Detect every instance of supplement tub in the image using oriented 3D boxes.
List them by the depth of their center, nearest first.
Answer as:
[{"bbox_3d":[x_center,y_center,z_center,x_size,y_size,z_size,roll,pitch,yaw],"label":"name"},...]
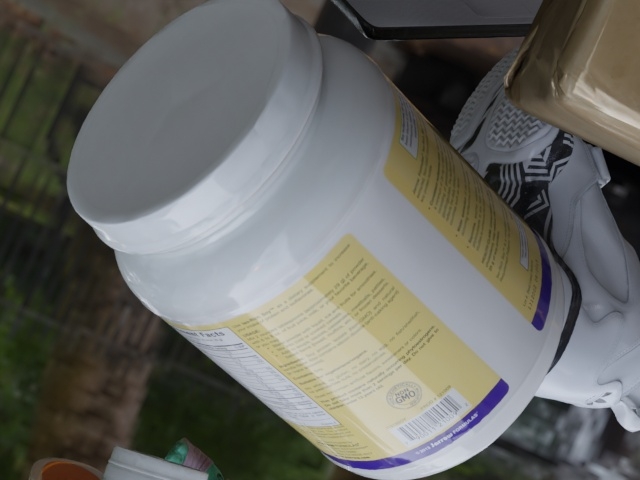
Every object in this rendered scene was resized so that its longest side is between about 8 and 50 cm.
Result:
[{"bbox_3d":[-0.122,0.198,1.301,0.071,0.107,0.071,16,174,2],"label":"supplement tub"},{"bbox_3d":[0.000,0.000,1.417,0.331,0.241,0.241,43,166,-34],"label":"supplement tub"}]

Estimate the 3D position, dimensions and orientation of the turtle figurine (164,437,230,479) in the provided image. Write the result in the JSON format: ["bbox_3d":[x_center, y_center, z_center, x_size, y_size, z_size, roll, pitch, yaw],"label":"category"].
[{"bbox_3d":[-0.040,0.262,1.509,0.234,0.175,0.118,32,175,8],"label":"turtle figurine"}]

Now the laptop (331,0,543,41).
[{"bbox_3d":[0.119,-0.373,1.587,0.382,0.236,0.408,-6,-138,-36],"label":"laptop"}]

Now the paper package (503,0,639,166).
[{"bbox_3d":[0.307,-0.148,1.035,0.324,0.309,0.168,23,-174,-6],"label":"paper package"}]

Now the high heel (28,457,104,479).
[{"bbox_3d":[-0.201,0.301,1.772,0.082,0.117,0.244,-19,-141,-34],"label":"high heel"}]

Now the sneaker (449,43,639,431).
[{"bbox_3d":[0.229,0.001,1.766,0.210,0.366,0.137,26,141,-29],"label":"sneaker"}]
